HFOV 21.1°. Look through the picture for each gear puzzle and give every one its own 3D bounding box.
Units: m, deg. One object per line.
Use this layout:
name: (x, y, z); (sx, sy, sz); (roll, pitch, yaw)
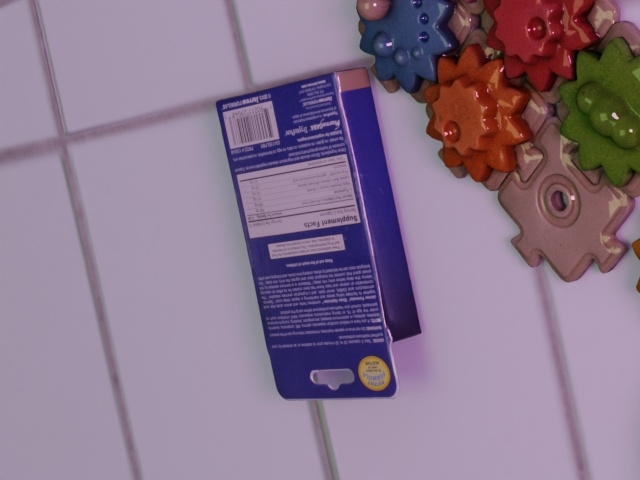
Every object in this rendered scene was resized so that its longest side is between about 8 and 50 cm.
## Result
gear puzzle: (0.134, -0.068, 1.032); (0.339, 0.044, 0.175); (53, 134, 23)

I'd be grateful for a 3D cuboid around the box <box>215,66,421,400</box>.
box: (0.000, 0.000, 1.208); (0.136, 0.036, 0.225); (-7, 95, 49)
